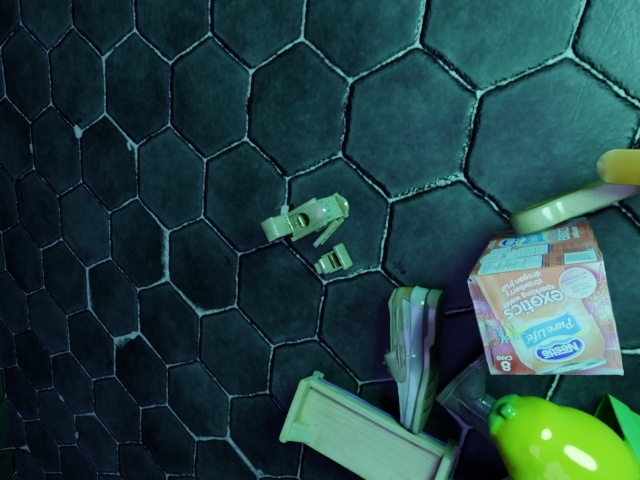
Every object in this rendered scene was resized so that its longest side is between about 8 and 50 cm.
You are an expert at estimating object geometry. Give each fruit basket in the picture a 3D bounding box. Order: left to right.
[{"bbox_3d":[0.415,0.401,0.635,0.392,0.392,0.282,18,111,24],"label":"fruit basket"}]

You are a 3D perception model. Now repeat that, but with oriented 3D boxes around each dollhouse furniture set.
[{"bbox_3d":[0.000,0.000,0.865,0.101,0.182,0.160,-27,89,31],"label":"dollhouse furniture set"}]

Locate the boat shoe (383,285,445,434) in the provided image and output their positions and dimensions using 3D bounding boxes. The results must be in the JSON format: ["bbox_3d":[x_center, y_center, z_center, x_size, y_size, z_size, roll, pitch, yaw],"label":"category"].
[{"bbox_3d":[0.187,0.241,0.875,0.103,0.113,0.302,8,97,29],"label":"boat shoe"}]

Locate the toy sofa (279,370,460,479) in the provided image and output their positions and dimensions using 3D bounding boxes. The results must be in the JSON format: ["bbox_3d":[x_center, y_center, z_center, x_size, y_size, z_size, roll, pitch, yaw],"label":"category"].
[{"bbox_3d":[0.109,0.441,0.954,0.363,0.177,0.150,20,91,24],"label":"toy sofa"}]

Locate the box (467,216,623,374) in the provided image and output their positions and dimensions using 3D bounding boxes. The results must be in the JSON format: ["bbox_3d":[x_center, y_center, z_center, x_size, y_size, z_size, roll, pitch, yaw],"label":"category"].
[{"bbox_3d":[0.333,0.068,0.634,0.154,0.300,0.142,-10,97,30],"label":"box"}]

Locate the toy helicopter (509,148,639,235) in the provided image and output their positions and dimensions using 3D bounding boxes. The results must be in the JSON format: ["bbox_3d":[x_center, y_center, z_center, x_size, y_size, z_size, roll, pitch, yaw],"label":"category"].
[{"bbox_3d":[0.439,-0.080,0.576,0.355,0.235,0.140,-25,90,31],"label":"toy helicopter"}]

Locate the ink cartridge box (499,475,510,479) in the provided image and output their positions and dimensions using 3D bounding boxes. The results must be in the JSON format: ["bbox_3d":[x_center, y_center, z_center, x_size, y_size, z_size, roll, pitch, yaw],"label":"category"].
[{"bbox_3d":[0.338,0.585,0.826,0.066,0.233,0.188,-172,68,-69],"label":"ink cartridge box"}]

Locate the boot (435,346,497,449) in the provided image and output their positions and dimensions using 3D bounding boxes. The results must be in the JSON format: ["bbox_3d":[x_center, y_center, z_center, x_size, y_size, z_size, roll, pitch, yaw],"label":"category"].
[{"bbox_3d":[0.351,0.329,0.823,0.208,0.076,0.189,39,132,22],"label":"boot"}]
